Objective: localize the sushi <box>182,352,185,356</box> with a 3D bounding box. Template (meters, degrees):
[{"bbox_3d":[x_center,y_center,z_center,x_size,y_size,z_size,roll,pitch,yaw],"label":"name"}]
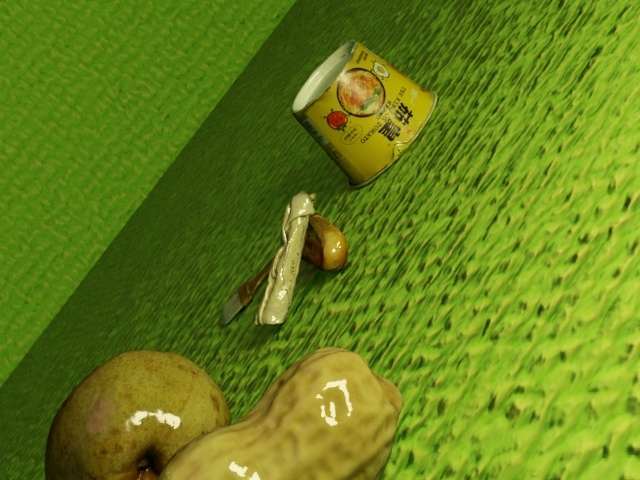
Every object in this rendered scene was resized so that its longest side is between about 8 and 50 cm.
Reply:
[{"bbox_3d":[-0.249,0.278,1.617,0.192,0.040,0.210,-41,18,52],"label":"sushi"}]

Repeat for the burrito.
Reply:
[{"bbox_3d":[-0.045,0.024,1.529,0.045,0.041,0.186,135,150,-78],"label":"burrito"}]

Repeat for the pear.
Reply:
[{"bbox_3d":[-0.210,0.232,1.326,0.228,0.188,0.211,-51,8,-5],"label":"pear"}]

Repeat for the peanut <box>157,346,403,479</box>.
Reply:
[{"bbox_3d":[-0.053,0.216,1.003,0.291,0.159,0.143,-50,41,-3],"label":"peanut"}]

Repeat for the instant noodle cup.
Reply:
[{"bbox_3d":[0.054,-0.189,1.674,0.182,0.144,0.182,-44,17,17],"label":"instant noodle cup"}]

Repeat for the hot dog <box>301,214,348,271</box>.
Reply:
[{"bbox_3d":[0.000,0.000,1.562,0.215,0.047,0.066,-160,73,-75],"label":"hot dog"}]

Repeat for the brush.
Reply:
[{"bbox_3d":[-0.075,0.039,1.748,0.218,0.010,0.082,-47,15,6],"label":"brush"}]
